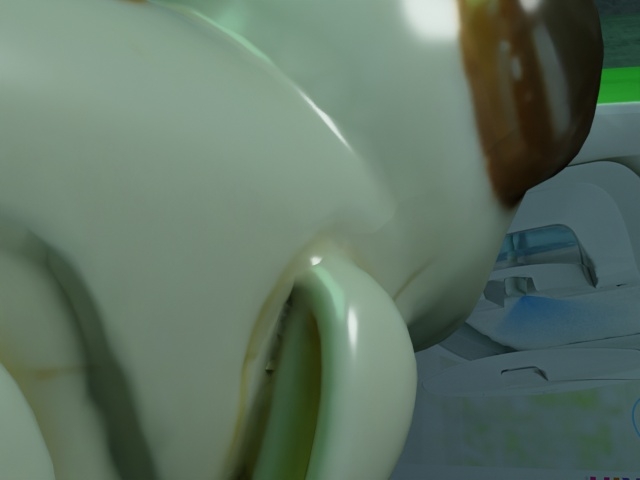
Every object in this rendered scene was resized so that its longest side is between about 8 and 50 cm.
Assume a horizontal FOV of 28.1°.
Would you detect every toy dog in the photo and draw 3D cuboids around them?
[{"bbox_3d":[-0.091,-0.015,0.465,0.408,0.396,0.284,-22,16,-39],"label":"toy dog"}]

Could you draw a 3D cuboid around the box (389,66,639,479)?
[{"bbox_3d":[0.109,0.031,0.684,0.261,0.231,0.127,0,15,17],"label":"box"}]
